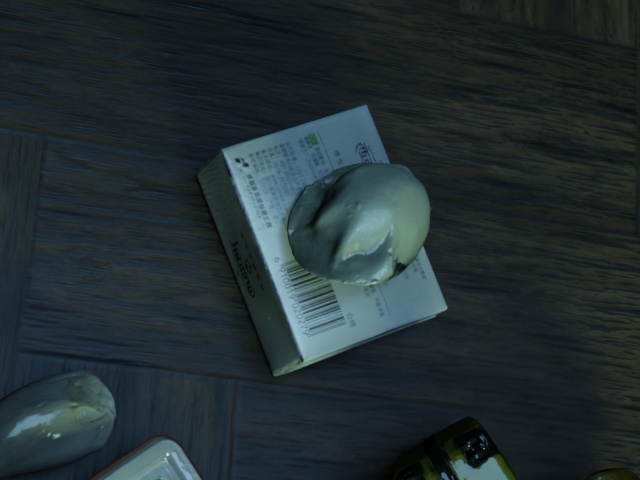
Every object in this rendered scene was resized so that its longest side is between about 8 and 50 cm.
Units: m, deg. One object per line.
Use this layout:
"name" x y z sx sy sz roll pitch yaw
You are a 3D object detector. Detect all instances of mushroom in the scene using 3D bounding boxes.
"mushroom" -0.316 0.207 1.776 0.212 0.088 0.097 -28 119 -18

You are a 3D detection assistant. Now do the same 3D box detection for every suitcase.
"suitcase" 0.160 0.304 1.846 0.143 0.235 0.194 -32 87 1

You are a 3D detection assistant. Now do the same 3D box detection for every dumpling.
"dumpling" 0.045 -0.025 1.848 0.150 0.092 0.176 21 74 -1

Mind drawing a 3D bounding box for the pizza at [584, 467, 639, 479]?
"pizza" 0.314 0.396 1.886 0.071 0.189 0.297 8 76 26

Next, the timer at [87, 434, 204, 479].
"timer" -0.186 0.364 1.745 0.250 0.161 0.257 -32 88 -31

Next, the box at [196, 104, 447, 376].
"box" 0.000 0.000 1.928 0.194 0.111 0.260 -18 81 -24
